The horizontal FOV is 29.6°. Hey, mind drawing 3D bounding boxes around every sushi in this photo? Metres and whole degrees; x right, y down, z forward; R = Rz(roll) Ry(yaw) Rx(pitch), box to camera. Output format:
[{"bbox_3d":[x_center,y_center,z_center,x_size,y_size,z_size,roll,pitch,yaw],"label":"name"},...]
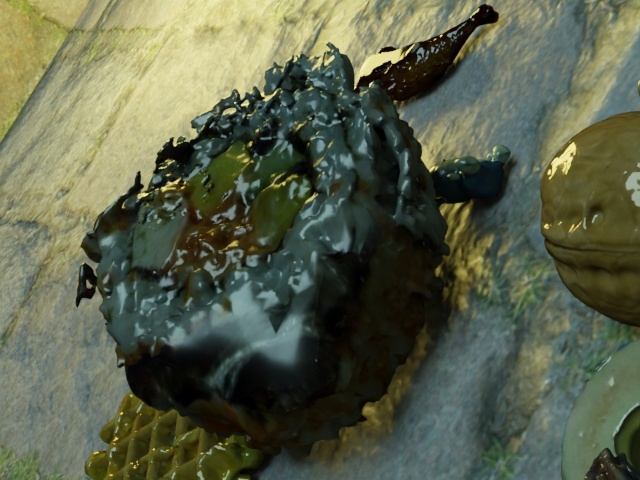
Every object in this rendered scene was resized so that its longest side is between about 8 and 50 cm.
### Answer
[{"bbox_3d":[-0.051,0.003,1.228,0.417,0.176,0.418,-20,53,29],"label":"sushi"}]

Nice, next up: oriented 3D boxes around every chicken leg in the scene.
[{"bbox_3d":[0.112,-0.211,1.423,0.219,0.048,0.089,-21,46,45],"label":"chicken leg"}]

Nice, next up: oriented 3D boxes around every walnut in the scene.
[{"bbox_3d":[0.253,-0.014,0.897,0.165,0.165,0.197,-56,27,-4],"label":"walnut"}]

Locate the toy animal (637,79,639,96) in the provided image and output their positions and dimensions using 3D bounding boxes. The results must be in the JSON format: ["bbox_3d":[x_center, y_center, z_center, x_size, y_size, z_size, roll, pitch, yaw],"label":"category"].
[{"bbox_3d":[0.374,-0.140,0.938,0.255,0.090,0.170,-9,57,55],"label":"toy animal"}]

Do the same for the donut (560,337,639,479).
[{"bbox_3d":[0.236,0.133,0.865,0.166,0.065,0.108,-51,32,11],"label":"donut"}]

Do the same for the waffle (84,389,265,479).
[{"bbox_3d":[-0.152,0.207,1.359,0.329,0.062,0.329,-37,34,30],"label":"waffle"}]

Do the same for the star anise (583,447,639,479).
[{"bbox_3d":[0.238,0.205,0.727,0.236,0.093,0.229,37,94,43],"label":"star anise"}]

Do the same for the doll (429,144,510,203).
[{"bbox_3d":[0.141,-0.062,1.212,0.083,0.076,0.050,-8,95,47],"label":"doll"}]
